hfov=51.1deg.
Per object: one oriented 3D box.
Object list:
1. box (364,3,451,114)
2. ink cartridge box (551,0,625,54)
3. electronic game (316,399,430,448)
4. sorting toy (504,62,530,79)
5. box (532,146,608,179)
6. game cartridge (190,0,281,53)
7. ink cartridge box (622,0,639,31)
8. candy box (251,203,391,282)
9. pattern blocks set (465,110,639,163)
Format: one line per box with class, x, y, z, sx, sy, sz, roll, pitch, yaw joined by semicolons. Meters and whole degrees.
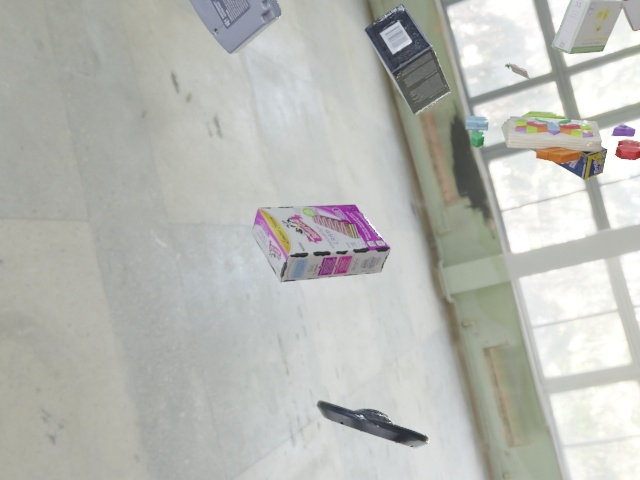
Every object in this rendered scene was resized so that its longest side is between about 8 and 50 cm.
box;0.209;-0.423;1.586;0.153;0.108;0.207;64;12;25
ink cartridge box;0.611;-0.534;1.475;0.171;0.056;0.235;-16;133;-40
electronic game;0.102;0.353;1.302;0.229;0.229;0.048;41;64;-58
sorting toy;0.539;-0.475;1.848;0.083;0.012;0.062;36;8;29
box;0.510;-0.191;1.391;0.169;0.054;0.059;47;-31;48
game cartridge;-0.221;-0.579;1.487;0.060;0.196;0.294;-36;99;-48
ink cartridge box;0.993;-0.741;1.887;0.117;0.207;0.283;49;54;-29
candy box;0.000;0.000;1.341;0.159;0.234;0.071;54;-42;42
pattern blocks set;0.444;-0.206;1.280;0.285;0.325;0.026;-88;178;-64
